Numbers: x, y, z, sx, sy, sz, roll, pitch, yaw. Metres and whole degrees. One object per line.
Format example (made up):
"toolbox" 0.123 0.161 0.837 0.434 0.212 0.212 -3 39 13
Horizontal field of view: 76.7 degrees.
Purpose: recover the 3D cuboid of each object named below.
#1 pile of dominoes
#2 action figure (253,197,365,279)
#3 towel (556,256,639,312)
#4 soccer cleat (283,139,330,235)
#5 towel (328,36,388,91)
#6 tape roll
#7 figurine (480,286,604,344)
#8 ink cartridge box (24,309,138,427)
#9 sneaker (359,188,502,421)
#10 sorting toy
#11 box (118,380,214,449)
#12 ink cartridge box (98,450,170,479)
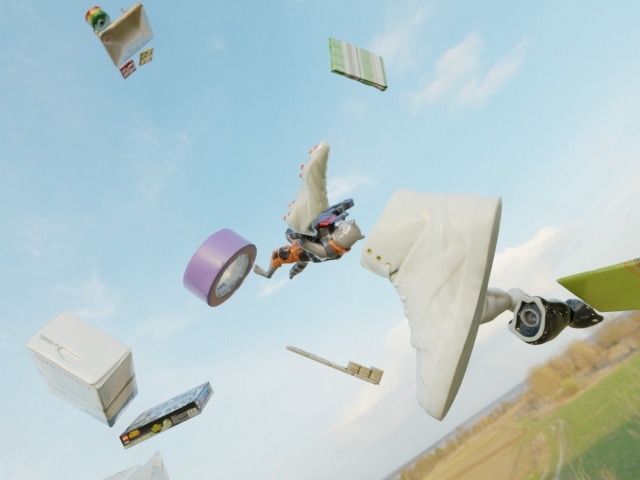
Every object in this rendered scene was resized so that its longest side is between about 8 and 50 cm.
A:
"pile of dominoes" 0.036 0.310 1.058 0.196 0.251 0.040 99 -167 -77
"action figure" 0.000 0.000 1.213 0.330 0.178 0.341 -17 9 43
"towel" 0.495 0.067 0.635 0.021 0.102 0.237 -51 -3 -17
"soccer cleat" -0.009 -0.098 0.785 0.196 0.076 0.068 -67 -5 30
"towel" 0.090 -0.421 0.972 0.152 0.113 0.023 9 -29 -24
"tape roll" -0.249 0.068 1.020 0.189 0.080 0.189 -53 -13 -18
"figurine" 0.432 0.144 0.847 0.210 0.215 0.092 4 -87 -29
"ink cartridge box" -0.424 0.240 0.740 0.086 0.148 0.203 -57 -7 -45
"sneaker" 0.130 0.073 0.552 0.108 0.169 0.292 17 -95 -62
"sorting toy" -0.489 -0.513 1.006 0.132 0.046 0.274 -48 4 -12
"box" -0.261 0.299 0.701 0.137 0.027 0.094 -25 0 -2
"ink cartridge box" -0.166 0.251 0.289 0.067 0.115 0.198 -20 -6 0
